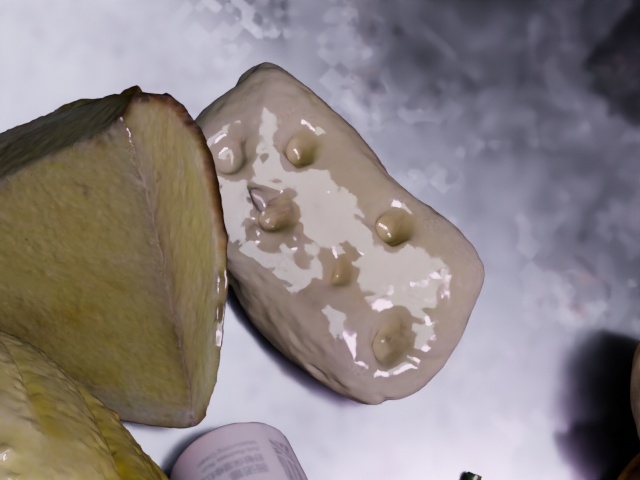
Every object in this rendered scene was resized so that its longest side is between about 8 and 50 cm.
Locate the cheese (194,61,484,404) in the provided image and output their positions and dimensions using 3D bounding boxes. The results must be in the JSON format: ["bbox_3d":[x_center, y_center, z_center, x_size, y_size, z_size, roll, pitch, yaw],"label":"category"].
[{"bbox_3d":[0.000,0.000,1.405,0.263,0.093,0.159,45,79,-3],"label":"cheese"}]

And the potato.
[{"bbox_3d":[-0.206,-0.009,1.327,0.255,0.269,0.112,5,37,17],"label":"potato"}]

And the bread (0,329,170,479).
[{"bbox_3d":[-0.215,0.192,1.224,0.237,0.320,0.320,-31,90,-6],"label":"bread"}]

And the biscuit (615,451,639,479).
[{"bbox_3d":[0.345,0.275,1.460,0.299,0.045,0.154,46,77,-3],"label":"biscuit"}]

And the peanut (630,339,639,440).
[{"bbox_3d":[0.294,0.182,1.383,0.101,0.117,0.263,-13,90,7],"label":"peanut"}]

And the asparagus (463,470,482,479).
[{"bbox_3d":[0.092,0.228,1.433,0.015,0.014,0.114,24,76,27],"label":"asparagus"}]

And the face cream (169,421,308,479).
[{"bbox_3d":[-0.008,0.272,1.262,0.102,0.102,0.345,-18,43,-12],"label":"face cream"}]
